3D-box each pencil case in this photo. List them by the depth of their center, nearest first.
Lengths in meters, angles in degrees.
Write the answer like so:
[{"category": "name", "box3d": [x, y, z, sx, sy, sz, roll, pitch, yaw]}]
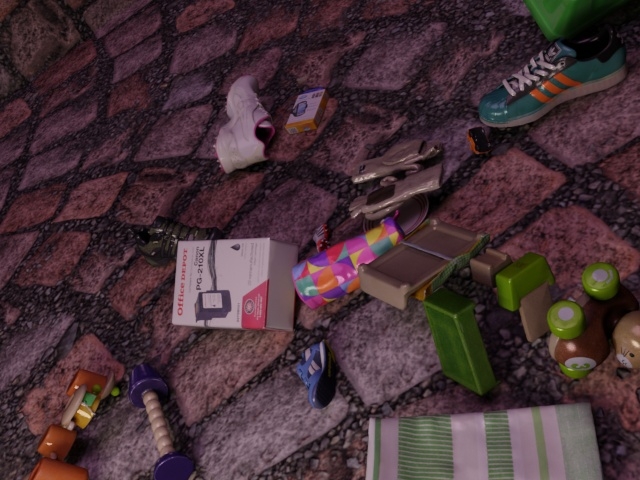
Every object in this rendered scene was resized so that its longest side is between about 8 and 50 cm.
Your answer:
[{"category": "pencil case", "box3d": [0.063, 0.041, 1.646, 0.236, 0.104, 0.104, -27, 39, 10]}]

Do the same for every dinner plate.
[{"category": "dinner plate", "box3d": [0.150, -0.047, 1.736, 0.141, 0.017, 0.141, -20, 41, 18]}]

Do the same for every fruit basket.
[{"category": "fruit basket", "box3d": [0.577, -0.617, 1.876, 0.392, 0.283, 0.392, -31, -5, -3]}]

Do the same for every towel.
[{"category": "towel", "box3d": [0.221, 0.326, 1.203, 0.324, 0.038, 0.248, -7, 37, 11]}]

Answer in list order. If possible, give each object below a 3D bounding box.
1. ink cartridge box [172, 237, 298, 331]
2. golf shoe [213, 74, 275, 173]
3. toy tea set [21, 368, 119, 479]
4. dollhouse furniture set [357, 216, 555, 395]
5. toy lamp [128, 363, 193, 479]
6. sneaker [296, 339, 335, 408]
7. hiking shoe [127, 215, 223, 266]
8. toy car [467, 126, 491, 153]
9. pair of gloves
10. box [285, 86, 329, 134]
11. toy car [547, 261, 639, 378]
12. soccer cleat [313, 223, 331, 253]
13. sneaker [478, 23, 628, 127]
[{"category": "ink cartridge box", "box3d": [-0.168, 0.087, 1.712, 0.237, 0.100, 0.172, -2, 81, 35]}, {"category": "golf shoe", "box3d": [-0.168, -0.292, 2.167, 0.140, 0.115, 0.306, -6, 53, 18]}, {"category": "toy tea set", "box3d": [-0.463, 0.395, 1.689, 0.200, 0.124, 0.336, -34, 29, 54]}, {"category": "dollhouse furniture set", "box3d": [0.226, 0.095, 1.468, 0.197, 0.151, 0.301, -31, 27, -20]}, {"category": "toy lamp", "box3d": [-0.302, 0.330, 1.634, 0.080, 0.080, 0.275, -37, 39, -1]}, {"category": "sneaker", "box3d": [-0.009, 0.239, 1.533, 0.059, 0.053, 0.144, -19, 33, 19]}, {"category": "hiking shoe", "box3d": [-0.327, -0.004, 1.965, 0.226, 0.114, 0.086, -11, 45, 28]}, {"category": "toy car", "box3d": [0.340, -0.214, 1.767, 0.122, 0.060, 0.040, -34, -9, -25]}, {"category": "pair of gloves", "box3d": [0.156, -0.124, 1.770, 0.204, 0.042, 0.240, -23, 27, 18]}, {"category": "box", "box3d": [-0.029, -0.319, 2.142, 0.081, 0.028, 0.136, -8, 44, 31]}, {"category": "toy car", "box3d": [0.432, 0.149, 1.232, 0.149, 0.155, 0.188, -45, 52, -12]}, {"category": "soccer cleat", "box3d": [0.000, 0.000, 1.792, 0.035, 0.029, 0.083, -24, 36, 29]}, {"category": "sneaker", "box3d": [0.440, -0.326, 1.704, 0.302, 0.121, 0.108, -23, 42, 7]}]
